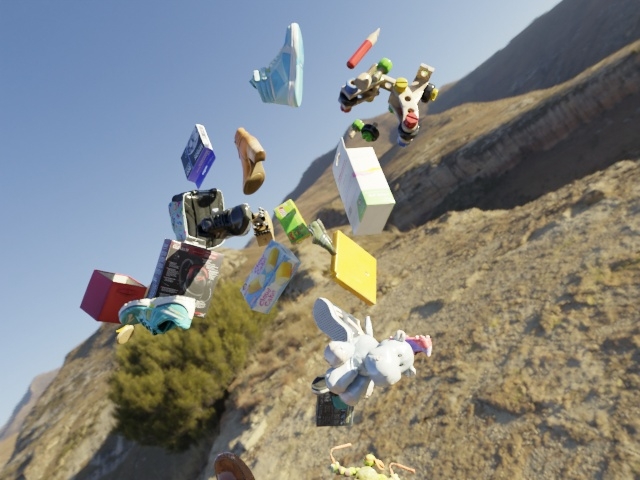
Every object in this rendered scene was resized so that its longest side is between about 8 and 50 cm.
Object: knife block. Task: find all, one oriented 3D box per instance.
[{"bbox_3d":[-0.305,-0.104,2.313,0.088,0.241,0.275,-13,35,-2],"label":"knife block"}]

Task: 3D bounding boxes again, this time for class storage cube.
[{"bbox_3d":[-0.954,0.263,2.088,0.184,0.215,0.193,24,-95,-53],"label":"storage cube"}]

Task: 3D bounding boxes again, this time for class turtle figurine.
[{"bbox_3d":[0.147,0.746,1.361,0.087,0.270,0.217,108,176,-69],"label":"turtle figurine"}]

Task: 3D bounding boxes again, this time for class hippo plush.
[{"bbox_3d":[0.181,0.401,1.427,0.237,0.234,0.294,-6,9,42],"label":"hippo plush"}]

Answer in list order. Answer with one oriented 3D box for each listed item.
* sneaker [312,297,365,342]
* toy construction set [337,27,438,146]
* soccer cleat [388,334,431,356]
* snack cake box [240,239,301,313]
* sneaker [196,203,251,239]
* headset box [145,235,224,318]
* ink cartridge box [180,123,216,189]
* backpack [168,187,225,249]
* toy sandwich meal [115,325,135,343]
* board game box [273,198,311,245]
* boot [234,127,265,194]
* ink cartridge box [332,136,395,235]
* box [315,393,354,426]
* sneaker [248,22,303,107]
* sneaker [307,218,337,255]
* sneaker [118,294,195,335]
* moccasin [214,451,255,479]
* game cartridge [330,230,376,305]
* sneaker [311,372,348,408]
[{"bbox_3d":[0.081,0.368,2.000,0.321,0.128,0.126,45,118,52],"label":"sneaker"},{"bbox_3d":[0.197,-0.447,1.270,0.237,0.258,0.308,-55,-34,-16],"label":"toy construction set"},{"bbox_3d":[0.411,0.490,2.110,0.083,0.095,0.248,7,-14,-39],"label":"soccer cleat"},{"bbox_3d":[-0.209,0.149,1.863,0.264,0.089,0.152,-57,40,10],"label":"snack cake box"},{"bbox_3d":[-0.346,-0.054,1.591,0.124,0.107,0.283,-4,-12,-37],"label":"sneaker"},{"bbox_3d":[-0.516,0.132,1.742,0.110,0.218,0.292,8,82,56],"label":"headset box"},{"bbox_3d":[-0.544,-0.365,1.998,0.045,0.208,0.206,3,-41,-41],"label":"ink cartridge box"},{"bbox_3d":[-0.521,-0.081,1.937,0.191,0.253,0.225,-8,4,42],"label":"backpack"},{"bbox_3d":[-0.699,0.331,1.615,0.085,0.029,0.085,-51,-19,-24],"label":"toy sandwich meal"},{"bbox_3d":[-0.123,-0.079,1.978,0.092,0.181,0.043,-32,-17,6],"label":"board game box"},{"bbox_3d":[-0.364,-0.383,2.195,0.109,0.220,0.283,-18,-39,-31],"label":"boot"},{"bbox_3d":[0.158,-0.219,1.772,0.119,0.353,0.207,-7,-32,-15],"label":"ink cartridge box"},{"bbox_3d":[0.073,0.800,2.219,0.184,0.232,0.059,1,19,-7],"label":"box"},{"bbox_3d":[-0.176,-0.684,1.767,0.209,0.318,0.127,3,0,8],"label":"sneaker"},{"bbox_3d":[0.000,0.000,2.141,0.086,0.192,0.064,-28,10,-3],"label":"sneaker"},{"bbox_3d":[-0.504,0.233,1.370,0.276,0.109,0.107,-11,-22,24],"label":"sneaker"},{"bbox_3d":[-0.289,0.924,1.549,0.139,0.379,0.147,-14,-7,15],"label":"moccasin"},{"bbox_3d":[0.170,0.143,2.301,0.053,0.324,0.285,-27,41,35],"label":"game cartridge"},{"bbox_3d":[0.065,0.674,2.022,0.124,0.178,0.296,3,9,38],"label":"sneaker"}]
